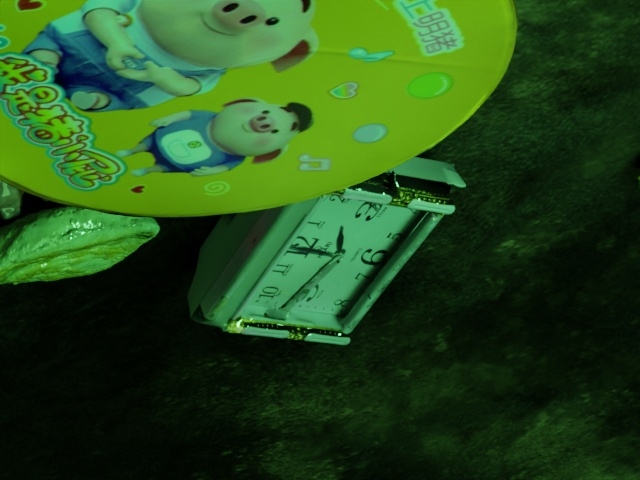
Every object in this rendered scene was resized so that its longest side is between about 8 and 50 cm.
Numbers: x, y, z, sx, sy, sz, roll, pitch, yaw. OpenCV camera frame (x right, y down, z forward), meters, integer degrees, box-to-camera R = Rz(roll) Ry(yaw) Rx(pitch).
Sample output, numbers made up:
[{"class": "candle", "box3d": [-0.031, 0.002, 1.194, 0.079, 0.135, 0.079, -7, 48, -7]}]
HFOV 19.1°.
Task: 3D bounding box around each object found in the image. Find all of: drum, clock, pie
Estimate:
[{"class": "drum", "box3d": [-0.078, -0.202, 1.361, 0.431, 0.214, 0.431, -8, 153, -4]}, {"class": "clock", "box3d": [0.000, 0.000, 1.823, 0.186, 0.083, 0.253, 9, 136, -31]}, {"class": "pie", "box3d": [-0.238, 0.005, 1.724, 0.187, 0.041, 0.187, -17, 171, -3]}]

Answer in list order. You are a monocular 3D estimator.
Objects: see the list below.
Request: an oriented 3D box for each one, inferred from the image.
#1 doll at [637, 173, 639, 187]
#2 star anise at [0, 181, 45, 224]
[{"class": "doll", "box3d": [0.368, -0.078, 1.886, 0.078, 0.077, 0.113, 8, 136, -19]}, {"class": "star anise", "box3d": [-0.276, -0.071, 1.626, 0.182, 0.065, 0.195, -24, 142, 8]}]
